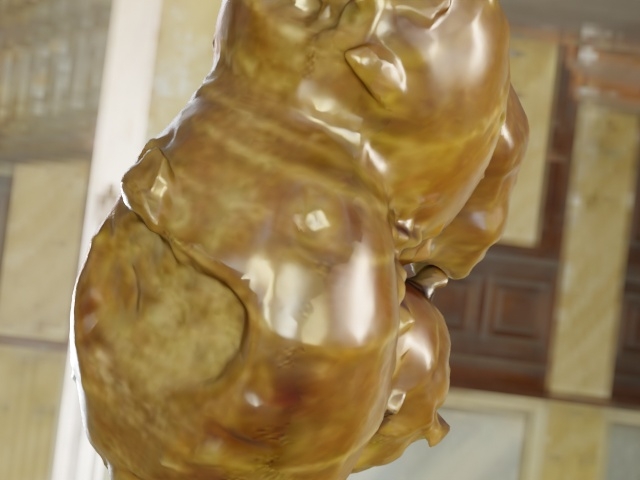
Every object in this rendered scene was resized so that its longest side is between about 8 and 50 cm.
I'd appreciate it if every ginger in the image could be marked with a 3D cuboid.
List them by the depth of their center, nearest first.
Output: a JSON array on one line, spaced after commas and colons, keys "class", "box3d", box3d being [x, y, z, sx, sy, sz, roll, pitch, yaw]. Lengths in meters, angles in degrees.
[{"class": "ginger", "box3d": [-0.007, 0.008, 0.935, 0.152, 0.357, 0.274, 22, 171, 19]}]
